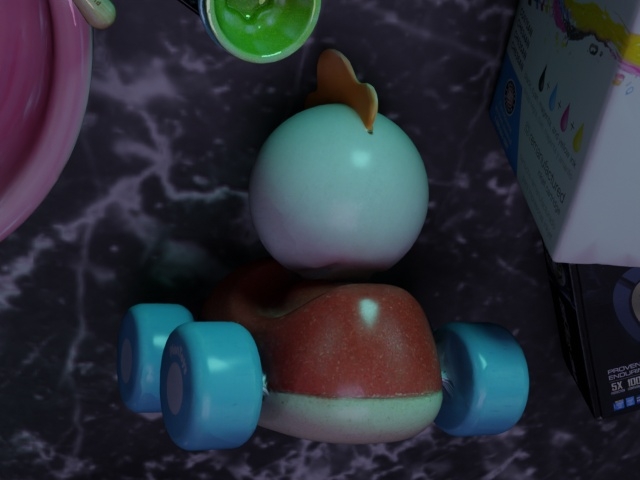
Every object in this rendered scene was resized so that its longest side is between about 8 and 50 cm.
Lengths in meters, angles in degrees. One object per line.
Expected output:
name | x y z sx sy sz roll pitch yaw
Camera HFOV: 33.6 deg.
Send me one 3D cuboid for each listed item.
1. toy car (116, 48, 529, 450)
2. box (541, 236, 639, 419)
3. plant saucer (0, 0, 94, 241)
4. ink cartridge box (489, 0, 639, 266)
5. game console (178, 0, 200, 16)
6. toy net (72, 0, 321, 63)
toy car | 0.000 0.000 0.683 0.219 0.210 0.238 3 91 -24
box | 0.264 0.031 0.769 0.180 0.077 0.147 -16 121 1
plant saucer | -0.294 -0.126 0.593 0.332 0.084 0.332 -4 120 -6
ink cartridge box | 0.217 -0.124 0.601 0.168 0.171 0.233 3 127 -9
game console | -0.039 -0.184 0.600 0.122 0.071 0.107 34 126 -25
toy net | -0.106 -0.163 0.537 0.232 0.045 0.122 2 110 -28
